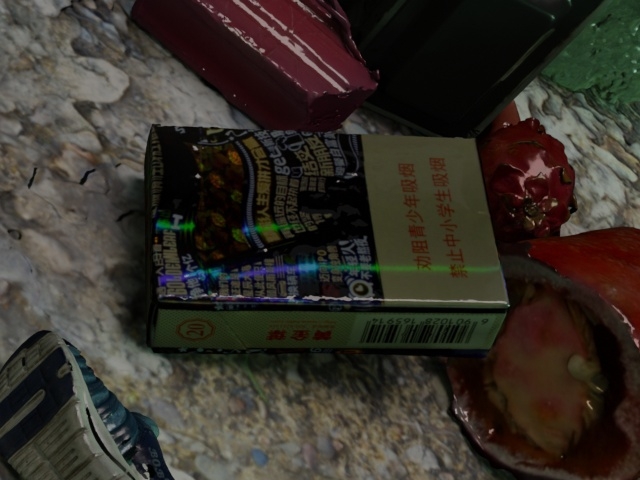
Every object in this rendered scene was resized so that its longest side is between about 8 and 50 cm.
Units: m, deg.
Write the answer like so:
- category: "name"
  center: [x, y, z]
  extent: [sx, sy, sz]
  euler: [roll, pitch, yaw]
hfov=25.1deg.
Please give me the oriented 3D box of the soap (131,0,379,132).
- category: "soap"
  center: [-0.057, -0.214, 1.480]
  extent: [0.250, 0.099, 0.162]
  euler: [40, 40, -4]

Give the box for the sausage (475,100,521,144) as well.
- category: "sausage"
  center: [0.204, -0.131, 1.653]
  extent: [0.054, 0.059, 0.094]
  euler: [22, 43, -32]

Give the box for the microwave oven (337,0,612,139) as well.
- category: "microwave oven"
  center: [0.162, -0.323, 1.554]
  extent: [0.218, 0.355, 0.286]
  euler: [23, 46, -23]

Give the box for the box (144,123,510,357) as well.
- category: "box"
  center: [0.000, 0.000, 1.277]
  extent: [0.310, 0.084, 0.198]
  euler: [2, 53, -11]

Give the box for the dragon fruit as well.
- category: "dragon fruit"
  center: [0.211, -0.063, 1.558]
  extent: [0.136, 0.133, 0.166]
  euler: [64, 28, -45]

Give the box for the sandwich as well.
- category: "sandwich"
  center: [0.366, -0.300, 1.774]
  extent: [0.325, 0.262, 0.131]
  euler: [17, 52, -27]

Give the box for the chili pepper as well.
- category: "chili pepper"
  center: [0.273, 0.104, 1.428]
  extent: [0.251, 0.229, 0.305]
  euler: [20, 17, 28]

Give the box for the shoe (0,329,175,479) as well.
- category: "shoe"
  center: [-0.171, 0.160, 1.095]
  extent: [0.207, 0.091, 0.106]
  euler: [54, 19, 17]
